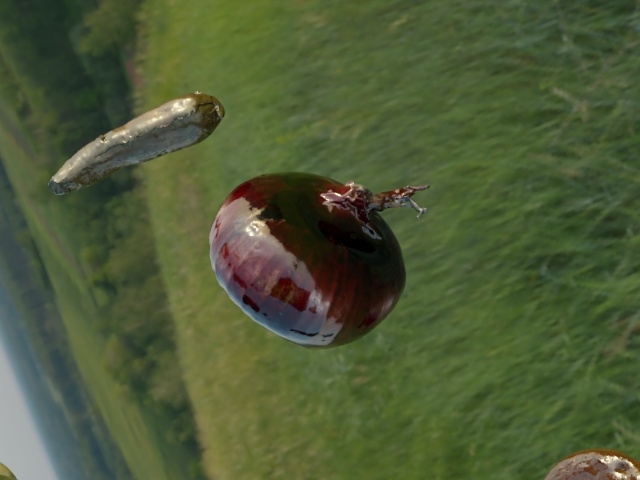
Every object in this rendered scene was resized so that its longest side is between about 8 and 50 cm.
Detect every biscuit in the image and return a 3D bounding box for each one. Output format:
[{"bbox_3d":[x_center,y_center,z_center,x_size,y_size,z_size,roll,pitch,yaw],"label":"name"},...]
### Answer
[{"bbox_3d":[0.384,0.389,1.658,0.036,0.212,0.212,30,-162,-47],"label":"biscuit"}]

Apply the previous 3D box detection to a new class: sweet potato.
[{"bbox_3d":[-0.261,-0.139,1.693,0.075,0.273,0.075,-23,-90,-85],"label":"sweet potato"}]

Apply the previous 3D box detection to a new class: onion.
[{"bbox_3d":[0.000,0.000,1.527,0.285,0.273,0.273,-53,52,27],"label":"onion"}]

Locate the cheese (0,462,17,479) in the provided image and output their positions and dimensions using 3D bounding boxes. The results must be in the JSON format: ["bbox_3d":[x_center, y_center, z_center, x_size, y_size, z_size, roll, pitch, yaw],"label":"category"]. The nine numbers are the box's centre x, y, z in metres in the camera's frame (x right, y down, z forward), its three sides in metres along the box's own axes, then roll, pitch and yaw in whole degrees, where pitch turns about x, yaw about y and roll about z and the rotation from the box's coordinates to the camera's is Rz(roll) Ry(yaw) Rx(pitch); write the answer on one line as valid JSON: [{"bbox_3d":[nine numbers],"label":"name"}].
[{"bbox_3d":[-0.430,0.420,1.579,0.054,0.127,0.251,-137,29,-74],"label":"cheese"}]

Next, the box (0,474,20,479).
[{"bbox_3d":[-0.149,0.360,0.935,0.420,0.138,0.373,20,142,8],"label":"box"}]
